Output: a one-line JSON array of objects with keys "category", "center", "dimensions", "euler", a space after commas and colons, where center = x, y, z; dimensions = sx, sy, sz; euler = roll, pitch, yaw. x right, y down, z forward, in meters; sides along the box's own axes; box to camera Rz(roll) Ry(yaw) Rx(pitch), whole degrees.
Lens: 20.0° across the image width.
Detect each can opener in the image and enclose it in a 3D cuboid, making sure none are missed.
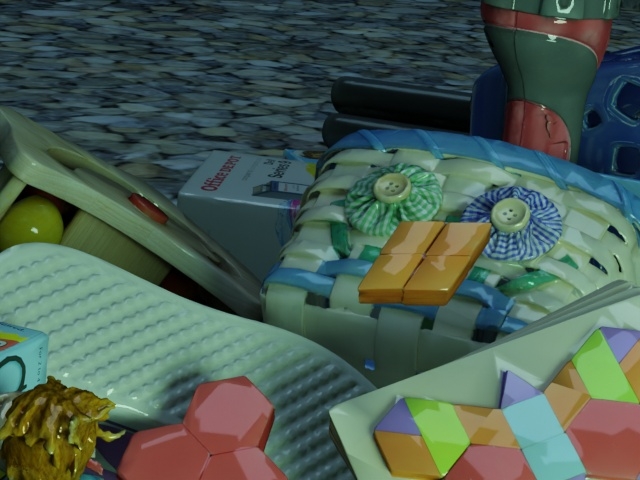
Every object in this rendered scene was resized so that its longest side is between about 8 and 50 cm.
[{"category": "can opener", "center": [0.147, -0.086, 1.643], "dimensions": [0.283, 0.076, 0.095], "euler": [9, -17, 11]}]

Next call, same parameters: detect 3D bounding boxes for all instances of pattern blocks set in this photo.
[{"category": "pattern blocks set", "center": [0.102, 0.101, 0.827], "dimensions": [0.325, 0.026, 0.285], "euler": [-33, 61, -17]}]

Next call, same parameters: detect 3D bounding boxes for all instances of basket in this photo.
[{"category": "basket", "center": [0.109, 0.026, 1.111], "dimensions": [0.254, 0.201, 0.289], "euler": [12, 30, 22]}]

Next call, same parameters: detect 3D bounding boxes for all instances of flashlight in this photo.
[{"category": "flashlight", "center": [0.146, -0.061, 1.280], "dimensions": [0.103, 0.304, 0.103], "euler": [4, 15, -11]}]

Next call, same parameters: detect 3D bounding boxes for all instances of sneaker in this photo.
[{"category": "sneaker", "center": [-0.078, 0.107, 0.952], "dimensions": [0.282, 0.161, 0.102], "euler": [31, 50, -14]}]

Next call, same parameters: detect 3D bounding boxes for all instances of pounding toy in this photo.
[{"category": "pounding toy", "center": [-0.140, 0.045, 1.133], "dimensions": [0.269, 0.155, 0.154], "euler": [30, 11, -47]}]

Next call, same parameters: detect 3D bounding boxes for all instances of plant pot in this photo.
[{"category": "plant pot", "center": [0.239, -0.046, 1.430], "dimensions": [0.212, 0.236, 0.236], "euler": [8, 14, 25]}]

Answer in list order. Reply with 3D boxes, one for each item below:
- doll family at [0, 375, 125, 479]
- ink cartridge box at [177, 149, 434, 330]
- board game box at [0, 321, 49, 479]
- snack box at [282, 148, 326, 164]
[{"category": "doll family", "center": [-0.129, 0.139, 0.681], "dimensions": [0.118, 0.163, 0.263], "euler": [13, 16, 23]}, {"category": "ink cartridge box", "center": [0.000, 0.000, 1.405], "dimensions": [0.212, 0.093, 0.154], "euler": [7, 15, 6]}, {"category": "board game box", "center": [-0.249, 0.120, 0.741], "dimensions": [0.142, 0.144, 0.275], "euler": [12, 15, 22]}, {"category": "snack box", "center": [0.142, -0.031, 1.645], "dimensions": [0.322, 0.060, 0.187], "euler": [1, 16, -21]}]
